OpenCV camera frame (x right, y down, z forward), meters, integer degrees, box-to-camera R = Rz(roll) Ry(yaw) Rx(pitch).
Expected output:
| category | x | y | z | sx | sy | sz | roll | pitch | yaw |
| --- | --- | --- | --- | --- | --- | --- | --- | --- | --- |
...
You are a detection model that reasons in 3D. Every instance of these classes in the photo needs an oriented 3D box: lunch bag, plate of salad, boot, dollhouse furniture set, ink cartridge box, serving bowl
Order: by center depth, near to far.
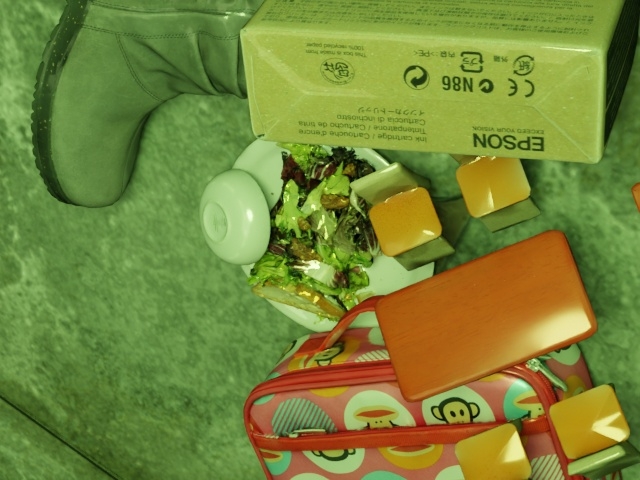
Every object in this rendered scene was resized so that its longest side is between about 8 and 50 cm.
| category | x | y | z | sx | sy | sz | roll | pitch | yaw |
| --- | --- | --- | --- | --- | --- | --- | --- | --- | --- |
| ink cartridge box | 0.089 | -0.140 | 1.015 | 0.235 | 0.193 | 0.088 | 6 | 124 | 18 |
| dollhouse furniture set | 0.164 | 0.035 | 1.067 | 0.259 | 0.135 | 0.262 | -23 | 75 | 15 |
| boot | -0.106 | -0.134 | 1.214 | 0.223 | 0.118 | 0.338 | 22 | 130 | 13 |
| lunch bag | 0.090 | 0.165 | 1.259 | 0.293 | 0.120 | 0.258 | -9 | 111 | 29 |
| plate of salad | 0.000 | 0.000 | 1.264 | 0.200 | 0.048 | 0.199 | 15 | 123 | 24 |
| serving bowl | -0.078 | -0.018 | 1.275 | 0.083 | 0.027 | 0.083 | 16 | 112 | 47 |
